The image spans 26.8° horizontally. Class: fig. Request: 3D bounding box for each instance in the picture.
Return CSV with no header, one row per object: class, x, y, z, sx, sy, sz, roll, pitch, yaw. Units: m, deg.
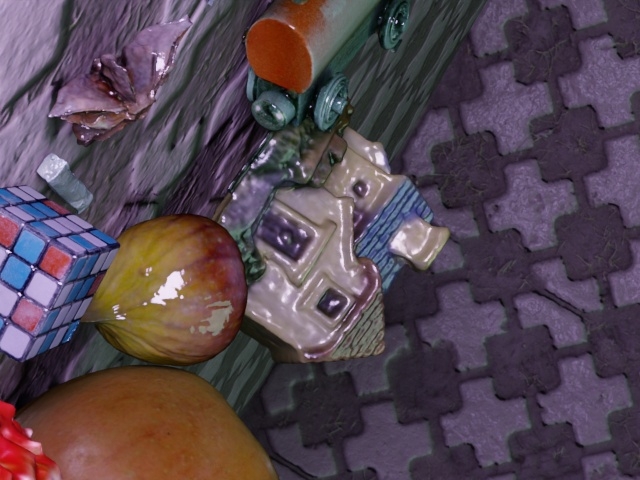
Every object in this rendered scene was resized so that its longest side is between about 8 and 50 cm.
fig,-0.187,0.049,1.318,0.160,0.231,0.143,-62,-145,35

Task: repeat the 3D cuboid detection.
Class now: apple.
apple,-0.187,0.290,1.352,0.305,0.338,0.338,-36,159,-43

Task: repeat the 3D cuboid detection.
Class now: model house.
model house,0.000,0.000,1.591,0.321,0.266,0.261,-56,-173,-11

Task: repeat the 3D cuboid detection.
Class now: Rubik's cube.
Rubik's cube,-0.218,0.022,0.985,0.092,0.092,0.092,-60,172,11

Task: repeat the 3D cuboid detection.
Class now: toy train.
toy train,0.013,-0.245,1.448,0.285,0.116,0.177,-53,159,-35

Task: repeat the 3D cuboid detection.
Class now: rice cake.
rice cake,-0.205,-0.045,1.086,0.022,0.021,0.121,-48,172,-7

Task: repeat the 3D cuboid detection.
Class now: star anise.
star anise,-0.144,-0.124,1.015,0.129,0.056,0.124,-43,174,-3

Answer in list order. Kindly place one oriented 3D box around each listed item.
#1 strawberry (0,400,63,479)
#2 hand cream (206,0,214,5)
strawberry,-0.255,0.177,0.649,0.292,0.292,0.343,-58,176,-9
hand cream,-0.095,-0.223,1.142,0.030,0.019,0.093,-61,180,0
